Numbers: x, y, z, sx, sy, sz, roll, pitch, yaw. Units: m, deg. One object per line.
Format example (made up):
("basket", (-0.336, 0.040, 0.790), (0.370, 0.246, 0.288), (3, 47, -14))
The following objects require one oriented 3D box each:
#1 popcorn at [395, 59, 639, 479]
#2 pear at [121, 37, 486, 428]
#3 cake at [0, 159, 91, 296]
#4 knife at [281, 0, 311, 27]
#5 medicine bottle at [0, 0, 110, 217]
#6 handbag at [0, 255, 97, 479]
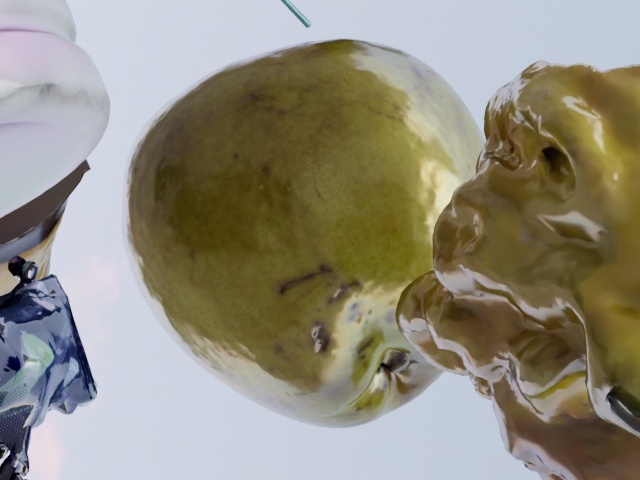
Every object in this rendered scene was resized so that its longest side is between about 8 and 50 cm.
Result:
("popcorn", (0.204, 0.032, 0.797), (0.297, 0.281, 0.316), (29, -55, 10))
("pear", (0.000, 0.000, 1.118), (0.304, 0.304, 0.304), (-16, -117, 33))
("cake", (-0.253, -0.002, 0.867), (0.178, 0.207, 0.185), (106, -7, -46))
("knife", (-0.039, -0.206, 1.131), (0.005, 0.091, 0.014), (-38, -158, 21))
("medicine bottle", (-0.253, -0.159, 0.647), (0.212, 0.212, 0.325), (-29, -97, 26))
("handbag", (-0.220, 0.058, 0.510), (0.260, 0.162, 0.113), (-10, -79, 1))
